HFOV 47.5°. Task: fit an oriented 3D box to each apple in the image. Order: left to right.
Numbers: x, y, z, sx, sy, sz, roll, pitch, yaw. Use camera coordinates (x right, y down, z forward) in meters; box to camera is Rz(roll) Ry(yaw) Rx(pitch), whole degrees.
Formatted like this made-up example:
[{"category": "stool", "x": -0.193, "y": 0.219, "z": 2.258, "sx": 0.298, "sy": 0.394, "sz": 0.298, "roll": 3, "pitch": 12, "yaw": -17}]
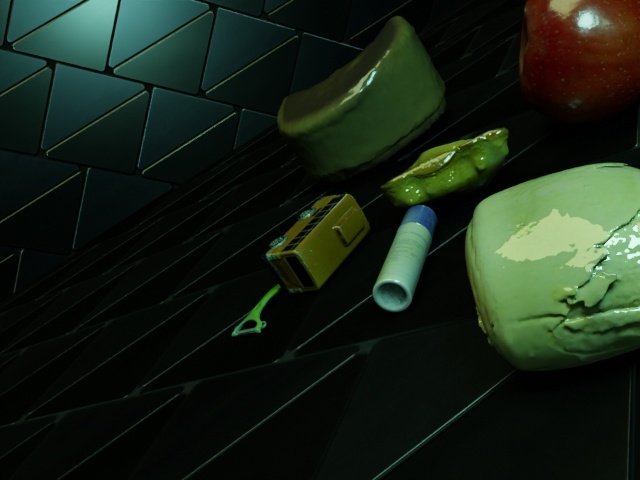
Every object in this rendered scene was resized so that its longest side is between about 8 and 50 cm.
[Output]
[{"category": "apple", "x": 0.453, "y": -0.335, "z": 1.249, "sx": 0.217, "sy": 0.260, "sz": 0.260, "roll": -1, "pitch": 26, "yaw": 10}]

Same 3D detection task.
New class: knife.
[{"category": "knife", "x": -0.096, "y": 0.114, "z": 1.315, "sx": 0.078, "sy": 0.022, "sz": 0.166, "roll": -9, "pitch": 29, "yaw": 38}]

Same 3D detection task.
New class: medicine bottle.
[{"category": "medicine bottle", "x": 0.136, "y": 0.022, "z": 1.133, "sx": 0.059, "sy": 0.059, "sz": 0.231, "roll": -20, "pitch": 21, "yaw": 29}]

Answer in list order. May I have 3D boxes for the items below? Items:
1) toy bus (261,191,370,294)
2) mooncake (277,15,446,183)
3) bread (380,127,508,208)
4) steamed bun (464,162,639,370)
[{"category": "toy bus", "x": 0.000, "y": 0.000, "z": 1.333, "sx": 0.114, "sy": 0.098, "sz": 0.201, "roll": -9, "pitch": 29, "yaw": 46}, {"category": "mooncake", "x": 0.093, "y": -0.322, "z": 1.763, "sx": 0.393, "sy": 0.246, "sz": 0.394, "roll": -48, "pitch": 23, "yaw": -19}, {"category": "bread", "x": 0.219, "y": -0.115, "z": 1.262, "sx": 0.233, "sy": 0.088, "sz": 0.161, "roll": -21, "pitch": -12, "yaw": 10}, {"category": "steamed bun", "x": 0.279, "y": 0.004, "z": 0.796, "sx": 0.232, "sy": 0.166, "sz": 0.273, "roll": -23, "pitch": 21, "yaw": 28}]
